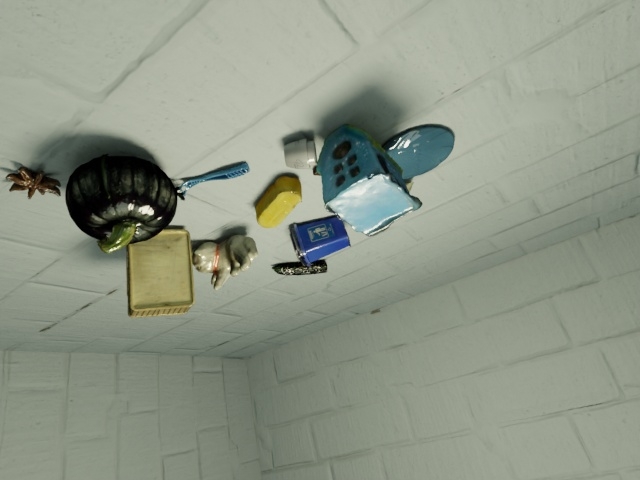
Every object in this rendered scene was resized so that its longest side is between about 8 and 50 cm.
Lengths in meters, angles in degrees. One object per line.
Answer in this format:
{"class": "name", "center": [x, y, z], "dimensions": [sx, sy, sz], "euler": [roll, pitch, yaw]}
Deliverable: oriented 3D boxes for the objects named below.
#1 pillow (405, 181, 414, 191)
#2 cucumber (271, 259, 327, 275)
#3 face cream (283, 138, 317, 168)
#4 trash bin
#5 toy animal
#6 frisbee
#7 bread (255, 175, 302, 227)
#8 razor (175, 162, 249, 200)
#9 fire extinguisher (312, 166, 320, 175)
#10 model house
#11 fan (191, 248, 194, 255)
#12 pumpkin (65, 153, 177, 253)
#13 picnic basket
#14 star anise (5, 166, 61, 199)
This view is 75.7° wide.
{"class": "pillow", "center": [0.253, -0.166, 1.626], "dimensions": [0.230, 0.050, 0.148], "euler": [-17, 166, -13]}
{"class": "cucumber", "center": [-0.105, 0.144, 2.117], "dimensions": [0.301, 0.071, 0.072], "euler": [-3, 153, -18]}
{"class": "face cream", "center": [-0.060, -0.262, 1.254], "dimensions": [0.095, 0.091, 0.091], "euler": [-5, 155, 3]}
{"class": "trash bin", "center": [0.000, 0.000, 1.770], "dimensions": [0.235, 0.162, 0.184], "euler": [-19, 156, 0]}
{"class": "toy animal", "center": [-0.394, 0.060, 1.665], "dimensions": [0.266, 0.188, 0.308], "euler": [-44, -164, -7]}
{"class": "frisbee", "center": [0.330, -0.287, 1.438], "dimensions": [0.290, 0.049, 0.289], "euler": [-11, 155, -5]}
{"class": "bread", "center": [-0.154, -0.138, 1.473], "dimensions": [0.102, 0.094, 0.245], "euler": [14, 144, -29]}
{"class": "razor", "center": [-0.348, -0.195, 1.310], "dimensions": [0.254, 0.042, 0.082], "euler": [-17, 155, 4]}
{"class": "fire extinguisher", "center": [0.059, -0.242, 1.429], "dimensions": [0.173, 0.035, 0.048], "euler": [-1, 114, -25]}
{"class": "model house", "center": [0.131, -0.197, 1.256], "dimensions": [0.216, 0.303, 0.237], "euler": [-34, 138, 23]}
{"class": "fan", "center": [-0.641, 0.111, 1.852], "dimensions": [0.183, 0.010, 0.310], "euler": [-1, 152, -25]}
{"class": "pumpkin", "center": [-0.551, -0.089, 1.163], "dimensions": [0.296, 0.295, 0.295], "euler": [-11, 155, -5]}
{"class": "picnic basket", "center": [-0.603, 0.121, 1.547], "dimensions": [0.228, 0.312, 0.175], "euler": [-1, 162, -27]}
{"class": "star anise", "center": [-0.800, -0.164, 1.153], "dimensions": [0.141, 0.042, 0.141], "euler": [-8, 156, -4]}
